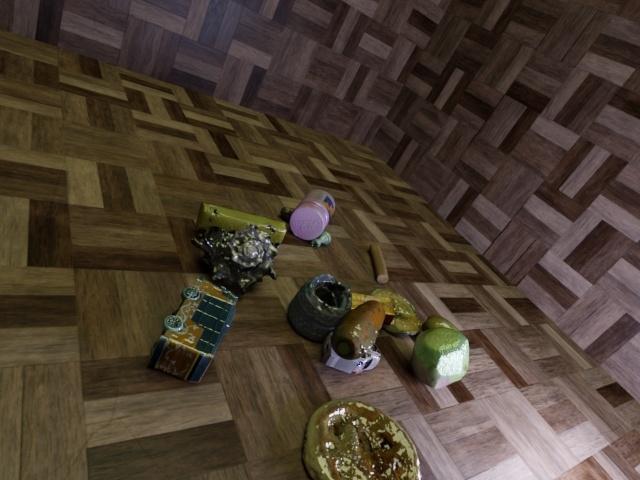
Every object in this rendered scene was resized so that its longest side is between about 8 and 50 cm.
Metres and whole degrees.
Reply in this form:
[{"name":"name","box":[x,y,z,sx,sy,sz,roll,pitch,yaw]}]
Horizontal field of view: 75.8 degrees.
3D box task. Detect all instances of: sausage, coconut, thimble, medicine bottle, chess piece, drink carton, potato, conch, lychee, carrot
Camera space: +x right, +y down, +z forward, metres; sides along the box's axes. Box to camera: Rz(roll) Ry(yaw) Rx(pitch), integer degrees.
[{"name":"sausage","box":[0.295,0.111,2.103,0.065,0.066,0.301,22,30,-15]},{"name":"coconut","box":[0.447,0.441,1.539,0.204,0.236,0.236,11,18,27]},{"name":"thimble","box":[0.008,0.236,1.489,0.205,0.172,0.236,41,27,14]},{"name":"medicine bottle","box":[-0.036,-0.134,2.063,0.178,0.178,0.291,29,26,-1]},{"name":"chess piece","box":[0.000,0.000,2.004,0.067,0.067,0.103,38,36,16]},{"name":"drink carton","box":[0.177,0.272,1.645,0.223,0.071,0.096,10,36,-12]},{"name":"potato","box":[0.516,0.404,1.715,0.200,0.154,0.137,41,45,21]},{"name":"conch","box":[-0.292,0.046,1.449,0.313,0.241,0.186,17,14,2]},{"name":"lychee","box":[-0.165,-0.133,2.057,0.083,0.067,0.068,29,1,42]},{"name":"carrot","box":[0.133,0.286,1.379,0.138,0.139,0.302,35,22,9]}]

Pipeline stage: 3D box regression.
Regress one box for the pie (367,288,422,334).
[{"name":"pie","box":[0.321,0.310,1.794,0.274,0.055,0.274,23,28,-13]}]

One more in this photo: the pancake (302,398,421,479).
[{"name":"pancake","box":[0.118,0.582,1.120,0.356,0.065,0.356,20,29,-11]}]

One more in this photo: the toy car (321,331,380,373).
[{"name":"toy car","box":[0.107,0.396,1.400,0.209,0.089,0.108,23,27,-11]}]

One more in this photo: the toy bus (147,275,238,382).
[{"name":"toy bus","box":[-0.349,0.243,1.162,0.167,0.138,0.275,26,29,-10]}]

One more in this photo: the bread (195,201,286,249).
[{"name":"bread","box":[-0.324,-0.047,1.679,0.361,0.138,0.077,13,34,-29]}]
